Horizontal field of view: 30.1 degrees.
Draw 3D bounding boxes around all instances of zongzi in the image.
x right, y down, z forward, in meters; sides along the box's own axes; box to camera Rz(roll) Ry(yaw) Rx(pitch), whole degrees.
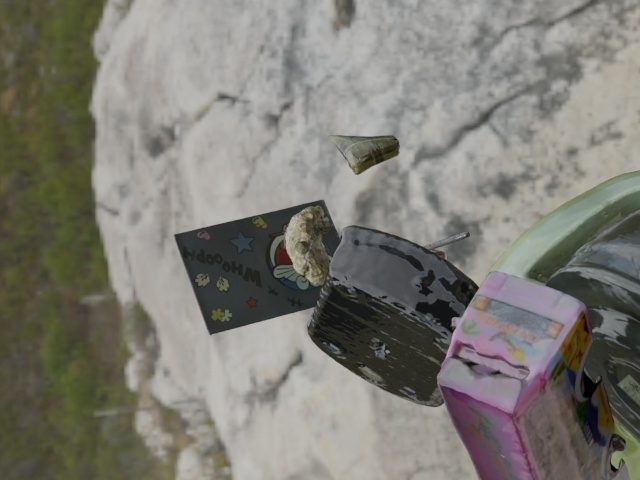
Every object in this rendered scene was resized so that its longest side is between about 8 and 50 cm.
[{"bbox_3d":[0.062,-0.134,1.647,0.083,0.076,0.040,53,161,43],"label":"zongzi"}]

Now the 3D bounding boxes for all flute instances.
[{"bbox_3d":[0.182,0.022,2.283,0.269,0.014,0.014,-20,74,43],"label":"flute"}]

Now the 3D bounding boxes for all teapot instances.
[{"bbox_3d":[0.333,0.057,1.038,0.239,0.239,0.321,53,162,-7],"label":"teapot"}]

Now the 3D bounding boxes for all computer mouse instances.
[{"bbox_3d":[0.081,0.068,1.155,0.100,0.170,0.269,-61,-4,-22],"label":"computer mouse"}]

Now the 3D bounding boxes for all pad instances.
[{"bbox_3d":[-0.076,0.037,1.758,0.006,0.245,0.170,119,134,-60],"label":"pad"}]

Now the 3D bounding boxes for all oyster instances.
[{"bbox_3d":[0.000,0.000,1.256,0.083,0.080,0.038,46,138,15],"label":"oyster"}]

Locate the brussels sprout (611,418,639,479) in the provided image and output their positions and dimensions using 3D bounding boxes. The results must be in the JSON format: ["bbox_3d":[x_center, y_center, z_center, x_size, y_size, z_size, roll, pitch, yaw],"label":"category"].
[{"bbox_3d":[0.472,0.203,1.860,0.425,0.342,0.361,-5,123,52],"label":"brussels sprout"}]

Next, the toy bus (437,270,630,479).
[{"bbox_3d":[0.168,0.145,0.918,0.090,0.112,0.274,18,151,35],"label":"toy bus"}]
